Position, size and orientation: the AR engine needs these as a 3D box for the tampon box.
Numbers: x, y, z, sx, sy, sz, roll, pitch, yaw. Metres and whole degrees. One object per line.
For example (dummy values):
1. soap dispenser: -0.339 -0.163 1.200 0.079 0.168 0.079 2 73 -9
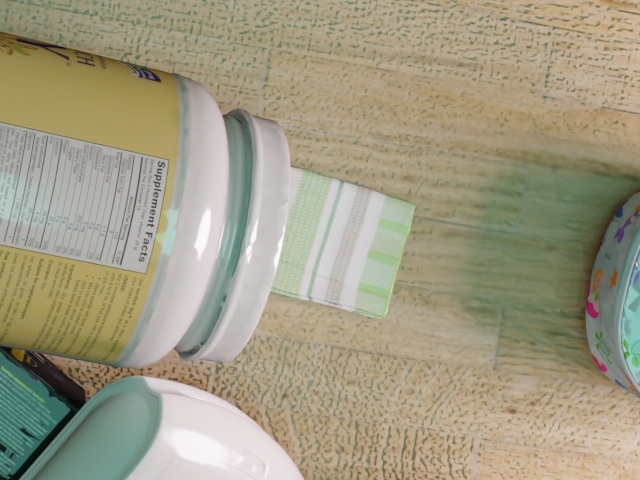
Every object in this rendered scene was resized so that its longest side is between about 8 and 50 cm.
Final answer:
1. tampon box: -0.283 0.164 1.347 0.101 0.120 0.161 42 88 -11

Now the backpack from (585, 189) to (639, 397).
1. backpack: 0.367 0.060 1.413 0.253 0.191 0.225 15 94 -5

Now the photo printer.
1. photo printer: -0.158 0.264 1.332 0.307 0.107 0.256 -50 136 -1

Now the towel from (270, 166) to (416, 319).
1. towel: 0.000 0.000 1.425 0.152 0.023 0.113 15 94 -10

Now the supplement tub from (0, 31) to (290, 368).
1. supplement tub: -0.213 -0.032 1.268 0.331 0.241 0.241 12 93 -19
